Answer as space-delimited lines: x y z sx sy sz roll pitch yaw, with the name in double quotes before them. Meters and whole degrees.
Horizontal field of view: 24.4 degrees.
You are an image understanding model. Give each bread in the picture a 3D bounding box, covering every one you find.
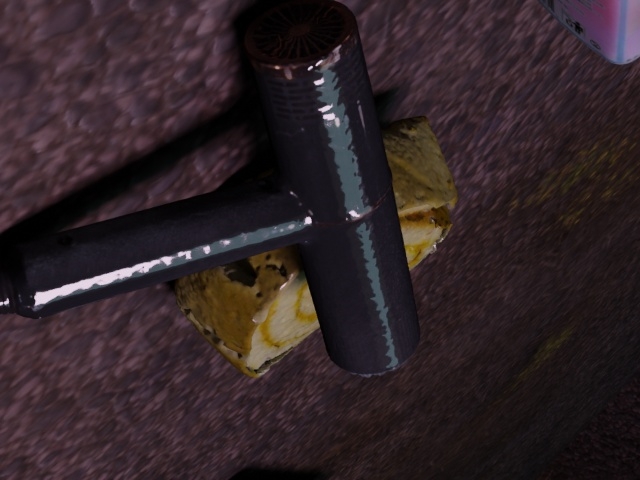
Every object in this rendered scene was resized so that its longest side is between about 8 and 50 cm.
"bread" 0.000 0.000 0.729 0.156 0.064 0.117 -28 161 -36

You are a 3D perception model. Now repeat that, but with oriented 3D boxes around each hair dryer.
"hair dryer" -0.057 0.015 0.598 0.195 0.050 0.173 -26 130 -11

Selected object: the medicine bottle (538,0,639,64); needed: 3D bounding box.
"medicine bottle" 0.131 -0.159 0.578 0.119 0.094 0.188 -41 163 -1
